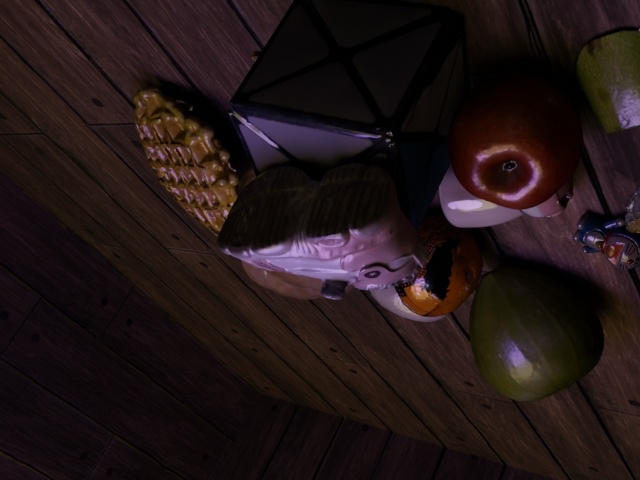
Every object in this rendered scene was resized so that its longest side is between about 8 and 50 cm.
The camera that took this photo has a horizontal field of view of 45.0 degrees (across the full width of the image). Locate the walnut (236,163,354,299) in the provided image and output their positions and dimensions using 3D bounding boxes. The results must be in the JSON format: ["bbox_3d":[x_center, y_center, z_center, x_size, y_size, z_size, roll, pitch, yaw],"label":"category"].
[{"bbox_3d":[-0.029,-0.035,1.758,0.381,0.381,0.381,23,155,11],"label":"walnut"}]

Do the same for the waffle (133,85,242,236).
[{"bbox_3d":[-0.323,-0.185,1.902,0.380,0.095,0.382,41,154,21],"label":"waffle"}]

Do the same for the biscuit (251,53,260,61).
[{"bbox_3d":[-0.034,-0.303,1.598,0.139,0.016,0.231,6,148,41],"label":"biscuit"}]

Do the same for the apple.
[{"bbox_3d":[0.316,-0.162,1.264,0.218,0.201,0.218,12,138,11],"label":"apple"}]

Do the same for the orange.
[{"bbox_3d":[0.261,0.061,1.746,0.182,0.234,0.234,12,151,32],"label":"orange"}]

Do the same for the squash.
[{"bbox_3d":[0.462,-0.219,1.158,0.184,0.085,0.192,38,153,-21],"label":"squash"}]

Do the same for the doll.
[{"bbox_3d":[0.567,0.003,1.487,0.152,0.085,0.114,29,139,25],"label":"doll"}]

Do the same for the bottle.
[{"bbox_3d":[0.356,-0.100,1.446,0.236,0.147,0.147,-1,143,34],"label":"bottle"}]

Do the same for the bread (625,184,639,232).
[{"bbox_3d":[0.594,-0.055,1.359,0.094,0.083,0.157,21,157,-14],"label":"bread"}]

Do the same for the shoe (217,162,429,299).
[{"bbox_3d":[-0.002,0.002,1.241,0.351,0.172,0.198,1,145,42],"label":"shoe"}]

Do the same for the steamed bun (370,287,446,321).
[{"bbox_3d":[0.232,0.102,1.933,0.228,0.177,0.130,18,128,22],"label":"steamed bun"}]

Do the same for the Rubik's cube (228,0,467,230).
[{"bbox_3d":[0.070,-0.209,1.336,0.310,0.307,0.305,16,150,25],"label":"Rubik's cube"}]

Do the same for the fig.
[{"bbox_3d":[0.474,0.199,1.758,0.316,0.316,0.316,23,155,11],"label":"fig"}]
